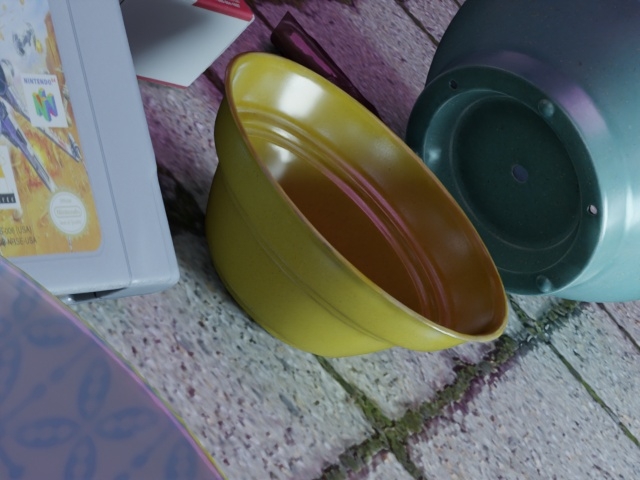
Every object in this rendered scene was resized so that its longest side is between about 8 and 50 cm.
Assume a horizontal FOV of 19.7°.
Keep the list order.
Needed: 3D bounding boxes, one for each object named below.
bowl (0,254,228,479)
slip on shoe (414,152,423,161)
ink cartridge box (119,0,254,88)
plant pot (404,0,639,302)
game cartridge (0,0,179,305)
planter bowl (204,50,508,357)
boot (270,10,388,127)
[{"bbox_3d":[-0.144,0.126,0.473,0.289,0.156,0.289,38,23,-19],"label":"bowl"},{"bbox_3d":[0.024,-0.052,1.254,0.135,0.051,0.041,-2,54,-53],"label":"slip on shoe"},{"bbox_3d":[-0.140,-0.188,1.155,0.175,0.072,0.127,55,23,22],"label":"ink cartridge box"},{"bbox_3d":[0.185,-0.075,1.331,0.196,0.293,0.293,-30,75,-41],"label":"plant pot"},{"bbox_3d":[-0.169,-0.064,0.805,0.297,0.062,0.198,-6,85,-63],"label":"game cartridge"},{"bbox_3d":[0.000,0.000,1.056,0.217,0.090,0.217,38,23,-20],"label":"planter bowl"},{"bbox_3d":[-0.004,-0.119,1.334,0.114,0.037,0.106,53,9,9],"label":"boot"}]
